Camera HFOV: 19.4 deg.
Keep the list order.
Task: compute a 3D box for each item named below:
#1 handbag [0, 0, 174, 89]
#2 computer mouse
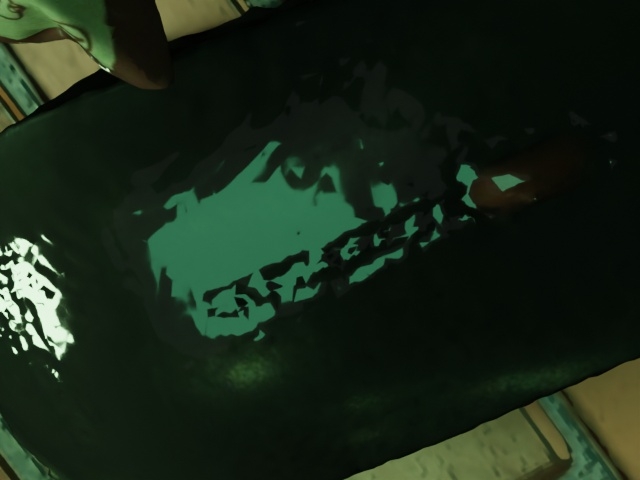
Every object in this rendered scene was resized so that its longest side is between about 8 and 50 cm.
[{"bbox_3d":[-0.163,-0.150,0.601,0.235,0.127,0.213,1,117,18],"label":"handbag"},{"bbox_3d":[-0.002,0.002,0.642,0.295,0.087,0.168,-21,101,20],"label":"computer mouse"}]
